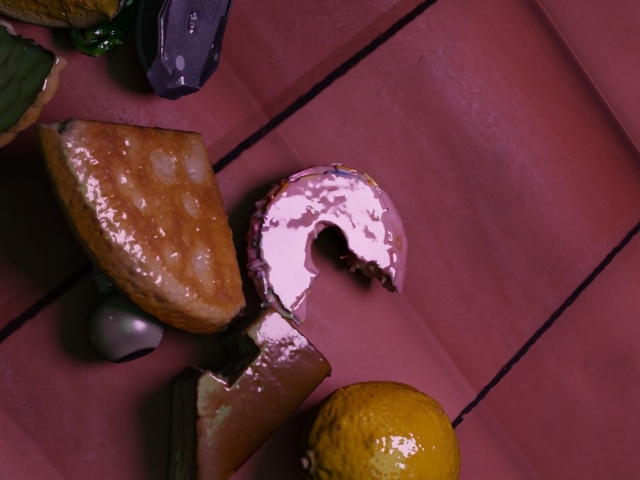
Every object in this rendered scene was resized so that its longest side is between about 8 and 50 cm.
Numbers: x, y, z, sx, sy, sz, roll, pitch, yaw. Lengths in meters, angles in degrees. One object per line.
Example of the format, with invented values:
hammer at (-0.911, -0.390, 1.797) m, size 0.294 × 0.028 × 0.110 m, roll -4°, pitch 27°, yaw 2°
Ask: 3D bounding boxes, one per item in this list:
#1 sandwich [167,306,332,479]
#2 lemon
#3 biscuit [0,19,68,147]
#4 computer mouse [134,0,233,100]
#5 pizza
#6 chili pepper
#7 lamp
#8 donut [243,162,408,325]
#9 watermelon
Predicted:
sandwich at (-0.115, 0.201, 1.069) m, size 0.235 × 0.122 × 0.128 m, roll -46°, pitch 104°, yaw -21°
lemon at (0.073, 0.274, 1.103) m, size 0.231 × 0.192 × 0.192 m, roll 1°, pitch 83°, yaw -29°
biscuit at (-0.401, -0.180, 0.963) m, size 0.273 × 0.036 × 0.187 m, roll 39°, pitch 97°, yaw 27°
computer mouse at (-0.182, -0.289, 1.113) m, size 0.126 × 0.071 × 0.231 m, roll 32°, pitch 65°, yaw -57°
pizza at (-0.204, -0.007, 1.005) m, size 0.268 × 0.087 × 0.257 m, roll -1°, pitch 73°, yaw -64°
chili pepper at (-0.245, -0.343, 1.107) m, size 0.100 × 0.074 × 0.256 m, roll 26°, pitch 80°, yaw -9°
lamp at (-0.249, 0.065, 1.056) m, size 0.091 × 0.091 × 0.163 m, roll -15°, pitch 74°, yaw -24°
donut at (0.000, 0.000, 1.162) m, size 0.233 × 0.085 × 0.199 m, roll -14°, pitch 90°, yaw -24°
watermelon at (-0.358, -0.330, 1.017) m, size 0.301 × 0.129 × 0.123 m, roll 22°, pitch 82°, yaw -3°
